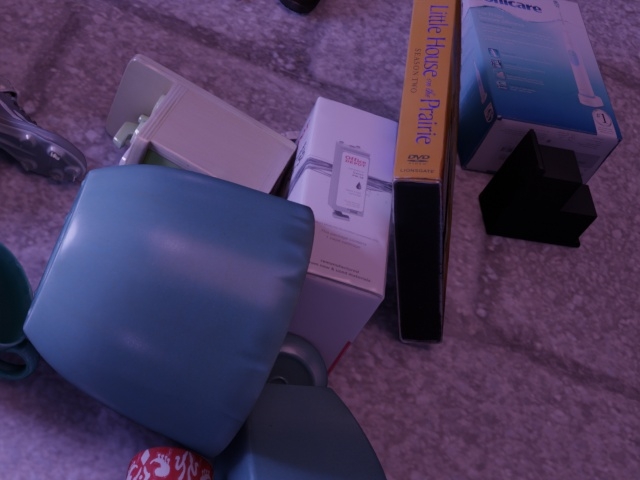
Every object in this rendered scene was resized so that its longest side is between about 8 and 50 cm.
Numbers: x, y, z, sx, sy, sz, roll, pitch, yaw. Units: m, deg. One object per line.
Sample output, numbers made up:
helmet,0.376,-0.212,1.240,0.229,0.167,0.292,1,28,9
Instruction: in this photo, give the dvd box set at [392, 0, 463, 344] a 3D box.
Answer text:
dvd box set,0.144,-0.121,1.626,0.062,0.308,0.421,3,48,8

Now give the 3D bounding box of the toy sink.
toy sink,-0.176,-0.093,1.542,0.234,0.153,0.131,31,48,-3

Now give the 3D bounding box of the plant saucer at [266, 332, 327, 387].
plant saucer,-0.050,0.165,1.431,0.119,0.119,0.021,20,12,-11

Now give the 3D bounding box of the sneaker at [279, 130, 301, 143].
sneaker,-0.018,-0.106,1.694,0.166,0.065,0.076,-11,64,-31

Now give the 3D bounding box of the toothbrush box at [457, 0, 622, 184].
toothbrush box,0.311,-0.245,1.920,0.216,0.126,0.296,7,53,-21

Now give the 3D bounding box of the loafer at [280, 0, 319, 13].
loafer,0.005,-0.440,1.952,0.080,0.078,0.220,27,48,-5

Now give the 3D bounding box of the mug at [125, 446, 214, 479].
mug,-0.179,0.299,1.264,0.150,0.113,0.169,19,45,-14

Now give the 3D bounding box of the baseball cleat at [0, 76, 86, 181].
baseball cleat,-0.376,-0.149,1.541,0.205,0.072,0.109,24,47,-10

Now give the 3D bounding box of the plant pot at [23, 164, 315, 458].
plant pot,-0.173,0.052,1.322,0.235,0.293,0.293,24,48,-13

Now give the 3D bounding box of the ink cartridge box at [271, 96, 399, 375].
ink cartridge box,0.000,0.000,1.518,0.117,0.207,0.283,18,48,-11

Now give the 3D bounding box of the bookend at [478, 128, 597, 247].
bookend,0.333,-0.071,1.774,0.156,0.157,0.072,8,52,-20

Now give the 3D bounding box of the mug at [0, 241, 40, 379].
mug,-0.381,0.081,1.329,0.129,0.097,0.158,5,64,-63

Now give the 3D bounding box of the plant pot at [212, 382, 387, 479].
plant pot,-0.029,0.275,1.324,0.165,0.166,0.234,6,46,-22
